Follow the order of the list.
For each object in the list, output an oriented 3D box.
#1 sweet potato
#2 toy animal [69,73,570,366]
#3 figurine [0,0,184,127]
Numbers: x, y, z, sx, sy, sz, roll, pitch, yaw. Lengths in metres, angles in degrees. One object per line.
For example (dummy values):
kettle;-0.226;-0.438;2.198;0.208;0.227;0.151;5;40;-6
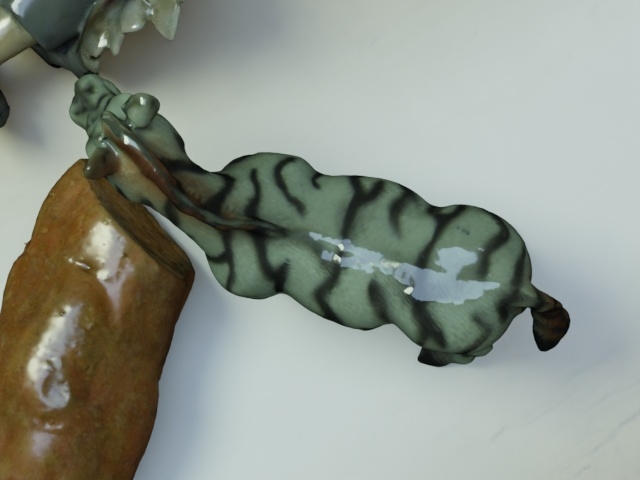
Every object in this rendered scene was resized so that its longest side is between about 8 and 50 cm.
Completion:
sweet potato;-0.126;0.085;0.929;0.097;0.097;0.251;16;81;2
toy animal;-0.007;-0.002;0.908;0.255;0.170;0.090;16;88;-15
figurine;-0.060;-0.217;0.946;0.387;0.166;0.207;-42;47;1
